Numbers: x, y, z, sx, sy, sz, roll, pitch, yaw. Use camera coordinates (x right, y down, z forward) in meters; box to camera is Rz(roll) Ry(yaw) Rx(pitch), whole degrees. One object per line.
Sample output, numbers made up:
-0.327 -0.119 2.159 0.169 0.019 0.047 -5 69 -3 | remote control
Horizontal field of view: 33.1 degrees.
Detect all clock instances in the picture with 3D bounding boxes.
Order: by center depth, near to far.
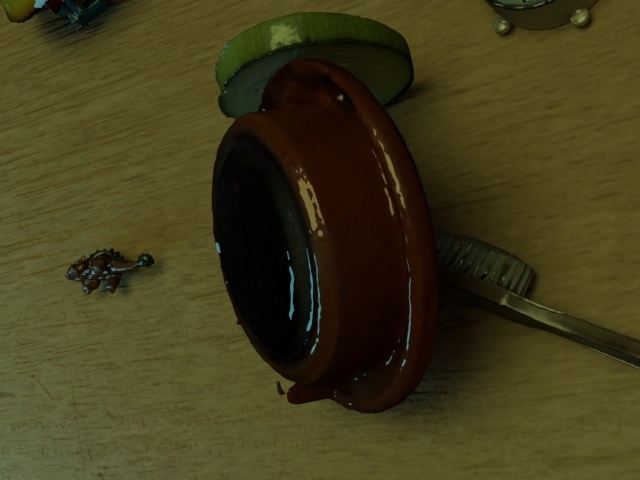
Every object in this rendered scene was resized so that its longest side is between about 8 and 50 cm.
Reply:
0.235 -0.305 1.152 0.229 0.063 0.155 3 77 35 | clock

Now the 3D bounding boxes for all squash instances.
-0.008 -0.180 1.183 0.219 0.219 0.041 -19 69 28 | squash

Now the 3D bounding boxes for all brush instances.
0.220 0.058 1.056 0.327 0.070 0.065 22 78 35 | brush

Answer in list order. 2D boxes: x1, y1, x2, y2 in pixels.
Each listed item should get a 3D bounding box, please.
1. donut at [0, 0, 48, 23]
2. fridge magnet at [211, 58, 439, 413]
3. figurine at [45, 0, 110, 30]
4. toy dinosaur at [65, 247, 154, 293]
-0.384 -0.457 1.527 0.303 0.110 0.303 -36 32 27 | donut
0.000 0.000 1.083 0.363 0.155 0.363 40 136 53 | fridge magnet
-0.327 -0.370 1.540 0.075 0.068 0.140 37 91 3 | figurine
-0.277 0.037 1.397 0.154 0.049 0.055 -8 31 32 | toy dinosaur
